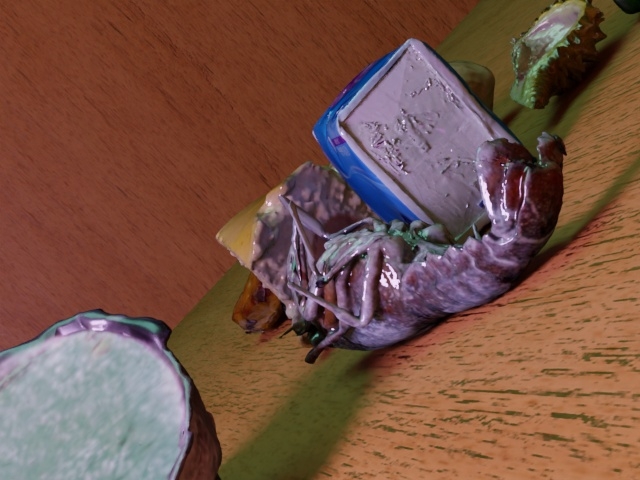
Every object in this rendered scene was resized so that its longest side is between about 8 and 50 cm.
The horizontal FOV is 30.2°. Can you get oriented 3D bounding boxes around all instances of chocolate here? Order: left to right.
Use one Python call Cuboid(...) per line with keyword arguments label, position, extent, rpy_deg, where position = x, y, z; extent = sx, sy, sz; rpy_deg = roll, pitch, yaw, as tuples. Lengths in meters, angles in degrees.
Cuboid(label="chocolate", position=(-0.198, 0.241, 1.067), extent=(0.303, 0.213, 0.303), rpy_deg=(-14, 49, 17))

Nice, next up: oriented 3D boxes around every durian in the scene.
Cuboid(label="durian", position=(0.284, -0.208, 1.424), extent=(0.140, 0.078, 0.224), rpy_deg=(-24, 30, 40))

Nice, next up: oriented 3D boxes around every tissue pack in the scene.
Cuboid(label="tissue pack", position=(0.104, -0.102, 1.333), extent=(0.146, 0.198, 0.263), rpy_deg=(-45, 7, -3))

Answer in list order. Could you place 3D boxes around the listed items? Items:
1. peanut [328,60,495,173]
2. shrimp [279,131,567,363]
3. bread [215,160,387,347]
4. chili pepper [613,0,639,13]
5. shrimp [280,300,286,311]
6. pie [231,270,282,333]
Cuboid(label="peanut", position=(0.120, -0.122, 1.628), extent=(0.313, 0.149, 0.149), rpy_deg=(-46, 6, 6))
Cuboid(label="shrimp", position=(0.069, 0.018, 1.079), extent=(0.221, 0.166, 0.410), rpy_deg=(-11, -1, -35))
Cuboid(label="bread", position=(0.005, -0.003, 1.470), extent=(0.211, 0.184, 0.224), rpy_deg=(-41, 8, -2))
Cuboid(label="chili pepper", position=(0.397, -0.367, 1.458), extent=(0.148, 0.116, 0.264), rpy_deg=(-46, 5, 31))
Cuboid(label="shrimp", position=(-0.011, 0.014, 1.670), extent=(0.046, 0.152, 0.219), rpy_deg=(0, 26, 20))
Cuboid(label="pie", position=(-0.037, 0.009, 1.852), extent=(0.308, 0.085, 0.308), rpy_deg=(-56, -11, -17))
